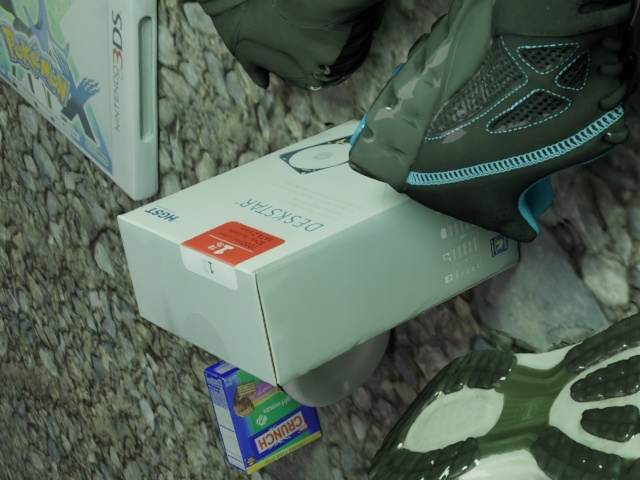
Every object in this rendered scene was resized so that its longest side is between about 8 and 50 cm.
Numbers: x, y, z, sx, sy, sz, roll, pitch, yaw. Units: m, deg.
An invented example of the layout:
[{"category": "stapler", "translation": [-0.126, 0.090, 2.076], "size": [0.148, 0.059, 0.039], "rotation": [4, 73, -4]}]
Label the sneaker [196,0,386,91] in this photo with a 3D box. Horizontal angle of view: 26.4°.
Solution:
[{"category": "sneaker", "translation": [0.007, -0.178, 1.020], "size": [0.286, 0.109, 0.130], "rotation": [6, 126, 62]}]

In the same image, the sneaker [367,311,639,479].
[{"category": "sneaker", "translation": [0.220, 0.160, 0.934], "size": [0.182, 0.158, 0.410], "rotation": [41, 154, -22]}]

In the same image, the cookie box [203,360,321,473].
[{"category": "cookie box", "translation": [-0.056, 0.160, 1.340], "size": [0.040, 0.091, 0.107], "rotation": [17, 126, 55]}]

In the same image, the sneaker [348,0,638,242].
[{"category": "sneaker", "translation": [0.141, -0.132, 0.796], "size": [0.139, 0.125, 0.341], "rotation": [32, 141, 0]}]

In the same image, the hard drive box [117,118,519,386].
[{"category": "hard drive box", "translation": [0.000, 0.000, 1.008], "size": [0.181, 0.232, 0.089], "rotation": [20, 127, 49]}]

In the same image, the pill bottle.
[{"category": "pill bottle", "translation": [-0.046, 0.050, 1.220], "size": [0.208, 0.119, 0.119], "rotation": [34, 137, 41]}]

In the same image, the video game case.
[{"category": "video game case", "translation": [-0.274, -0.243, 1.437], "size": [0.329, 0.036, 0.300], "rotation": [40, 141, 35]}]

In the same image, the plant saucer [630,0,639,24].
[{"category": "plant saucer", "translation": [0.144, -0.188, 0.857], "size": [0.168, 0.029, 0.168], "rotation": [36, 139, 39]}]
